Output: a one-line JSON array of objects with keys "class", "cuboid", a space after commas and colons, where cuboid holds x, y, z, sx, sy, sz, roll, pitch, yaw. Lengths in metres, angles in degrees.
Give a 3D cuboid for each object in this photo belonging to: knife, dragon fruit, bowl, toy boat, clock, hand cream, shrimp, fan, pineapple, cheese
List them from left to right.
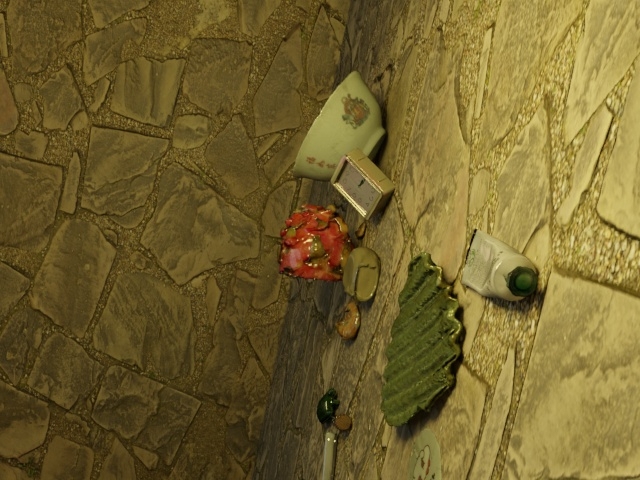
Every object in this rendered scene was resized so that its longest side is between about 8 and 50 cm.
[{"class": "dragon fruit", "cuboid": [0.000, 0.000, 2.319, 0.314, 0.296, 0.263, -36, -47, -85]}, {"class": "toy boat", "cuboid": [0.020, 0.591, 2.316, 0.210, 0.052, 0.104, 116, 160, -59]}, {"class": "knife", "cuboid": [0.024, 0.767, 2.149, 0.073, 0.041, 0.265, 96, 179, -66]}, {"class": "pineapple", "cuboid": [0.067, 0.578, 2.088, 0.124, 0.058, 0.058, 115, 164, -78]}, {"class": "shrimp", "cuboid": [0.100, 0.275, 2.240, 0.132, 0.052, 0.187, -69, 16, -9]}, {"class": "bowl", "cuboid": [0.102, -0.351, 2.274, 0.435, 0.196, 0.435, -56, -8, -12]}, {"class": "cheese", "cuboid": [0.129, 0.107, 2.112, 0.202, 0.091, 0.175, -177, 97, -81]}, {"class": "shrimp", "cuboid": [0.146, -0.040, 2.367, 0.108, 0.023, 0.059, -173, 103, -80]}, {"class": "clock", "cuboid": [0.135, -0.183, 2.114, 0.192, 0.071, 0.147, 48, 143, 16]}, {"class": "fan", "cuboid": [0.214, 0.479, 1.482, 0.329, 0.009, 0.190, -104, 26, -65]}, {"class": "hand cream", "cuboid": [0.321, 0.050, 1.228, 0.336, 0.076, 0.121, -115, 42, -84]}]

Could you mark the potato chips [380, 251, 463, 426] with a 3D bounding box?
[{"class": "potato chips", "cuboid": [0.220, 0.239, 1.536, 0.429, 0.070, 0.358, 116, 160, -56]}]
